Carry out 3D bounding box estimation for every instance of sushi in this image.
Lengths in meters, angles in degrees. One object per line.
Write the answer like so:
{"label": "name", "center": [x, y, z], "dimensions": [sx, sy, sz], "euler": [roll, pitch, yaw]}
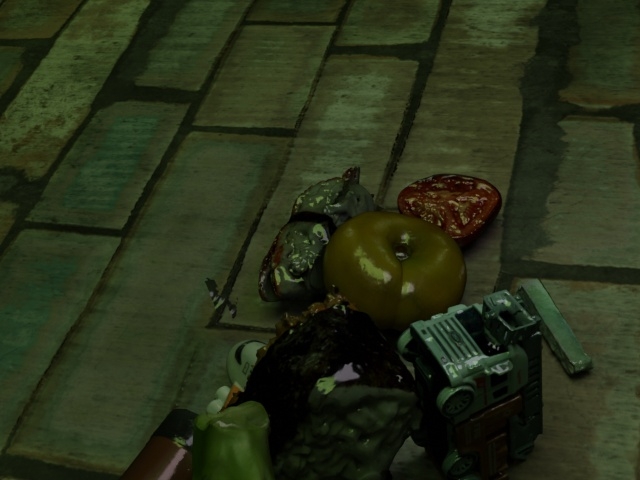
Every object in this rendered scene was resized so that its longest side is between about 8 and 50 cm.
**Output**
{"label": "sushi", "center": [-0.006, 0.259, 1.362], "dimensions": [0.349, 0.234, 0.208], "euler": [-52, 38, 20]}
{"label": "sushi", "center": [0.000, 0.000, 1.794], "dimensions": [0.129, 0.124, 0.332], "euler": [1, 44, 28]}

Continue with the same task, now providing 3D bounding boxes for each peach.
{"label": "peach", "center": [0.125, 0.054, 1.667], "dimensions": [0.251, 0.153, 0.251], "euler": [7, 43, -6]}

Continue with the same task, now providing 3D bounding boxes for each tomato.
{"label": "tomato", "center": [0.234, -0.050, 1.826], "dimensions": [0.174, 0.082, 0.166], "euler": [28, 58, 30]}

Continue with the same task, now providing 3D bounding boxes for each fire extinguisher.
{"label": "fire extinguisher", "center": [-0.292, 0.423, 1.440], "dimensions": [0.200, 0.113, 0.376], "euler": [-30, 18, 50]}

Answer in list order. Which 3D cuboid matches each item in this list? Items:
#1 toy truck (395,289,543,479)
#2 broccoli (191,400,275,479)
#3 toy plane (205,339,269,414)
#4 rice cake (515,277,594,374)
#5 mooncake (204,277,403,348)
{"label": "toy truck", "center": [0.220, 0.206, 1.369], "dimensions": [0.184, 0.338, 0.133], "euler": [-22, 44, -12]}
{"label": "broccoli", "center": [-0.120, 0.424, 1.192], "dimensions": [0.274, 0.397, 0.353], "euler": [3, 43, 52]}
{"label": "toy plane", "center": [-0.064, 0.232, 1.566], "dimensions": [0.244, 0.117, 0.245], "euler": [-6, 44, 6]}
{"label": "rice cake", "center": [0.381, 0.141, 1.629], "dimensions": [0.043, 0.034, 0.211], "euler": [-10, 41, -12]}
{"label": "mooncake", "center": [-0.021, 0.127, 1.664], "dimensions": [0.346, 0.057, 0.150], "euler": [3, 31, -18]}
